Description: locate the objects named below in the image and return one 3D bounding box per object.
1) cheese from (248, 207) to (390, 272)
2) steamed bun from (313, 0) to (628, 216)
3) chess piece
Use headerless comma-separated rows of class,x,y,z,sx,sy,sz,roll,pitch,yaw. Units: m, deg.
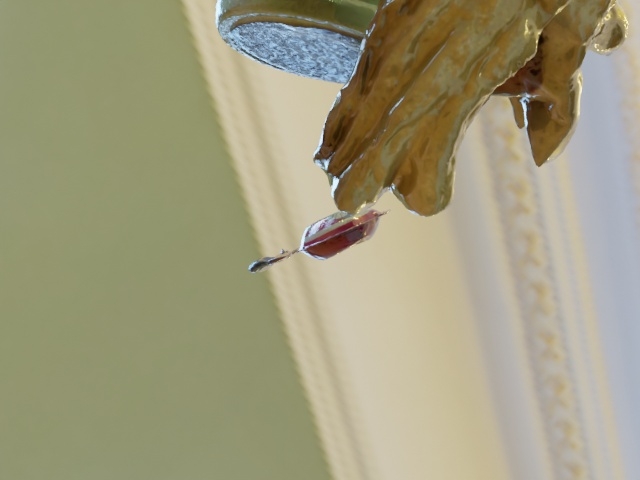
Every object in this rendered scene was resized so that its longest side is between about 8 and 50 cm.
cheese,0.000,0.000,1.867,0.038,0.145,0.095,66,12,0
steamed bun,0.156,-0.202,1.452,0.189,0.428,0.247,24,8,-2
chess piece,0.032,-0.299,1.687,0.194,0.299,0.194,13,-11,3
